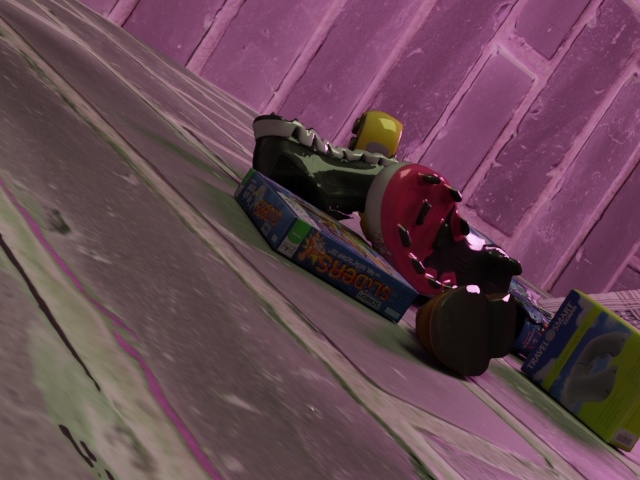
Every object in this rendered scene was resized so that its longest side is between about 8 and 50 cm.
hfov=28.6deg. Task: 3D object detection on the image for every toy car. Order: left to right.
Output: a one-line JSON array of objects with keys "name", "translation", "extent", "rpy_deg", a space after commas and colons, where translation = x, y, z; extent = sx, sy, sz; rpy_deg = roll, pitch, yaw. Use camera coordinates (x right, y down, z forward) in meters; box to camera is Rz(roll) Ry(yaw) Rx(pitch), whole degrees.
[{"name": "toy car", "translation": [0.045, -0.081, 1.516], "extent": [0.225, 0.053, 0.239], "rpy_deg": [-5, 49, -31]}]

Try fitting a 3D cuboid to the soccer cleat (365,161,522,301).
[{"name": "soccer cleat", "translation": [0.099, 0.005, 1.348], "extent": [0.143, 0.116, 0.331], "rpy_deg": [16, -12, 32]}]

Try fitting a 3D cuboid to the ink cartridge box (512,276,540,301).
[{"name": "ink cartridge box", "translation": [0.211, 0.045, 1.835], "extent": [0.165, 0.065, 0.332], "rpy_deg": [36, 7, 20]}]

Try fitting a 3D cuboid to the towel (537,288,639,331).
[{"name": "towel", "translation": [0.490, 0.130, 1.890], "extent": [0.324, 0.056, 0.312], "rpy_deg": [-2, 11, -5]}]

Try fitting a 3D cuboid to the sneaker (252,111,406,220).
[{"name": "sneaker", "translation": [0.020, -0.055, 1.403], "extent": [0.234, 0.106, 0.078], "rpy_deg": [19, -19, -26]}]

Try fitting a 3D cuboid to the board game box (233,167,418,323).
[{"name": "board game box", "translation": [0.000, 0.000, 1.158], "extent": [0.136, 0.035, 0.201], "rpy_deg": [32, 6, -19]}]

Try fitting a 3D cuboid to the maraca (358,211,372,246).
[{"name": "maraca", "translation": [0.110, -0.012, 1.603], "extent": [0.127, 0.099, 0.186], "rpy_deg": [13, 43, -44]}]

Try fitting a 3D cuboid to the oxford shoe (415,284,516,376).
[{"name": "oxford shoe", "translation": [0.111, 0.076, 1.080], "extent": [0.076, 0.076, 0.212], "rpy_deg": [4, -3, 20]}]

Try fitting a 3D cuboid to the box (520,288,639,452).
[{"name": "box", "translation": [0.285, 0.127, 1.303], "extent": [0.042, 0.109, 0.178], "rpy_deg": [28, 8, -34]}]

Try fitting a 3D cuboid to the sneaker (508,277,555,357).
[{"name": "sneaker", "translation": [0.261, 0.118, 1.501], "extent": [0.221, 0.083, 0.087], "rpy_deg": [29, 18, 14]}]
